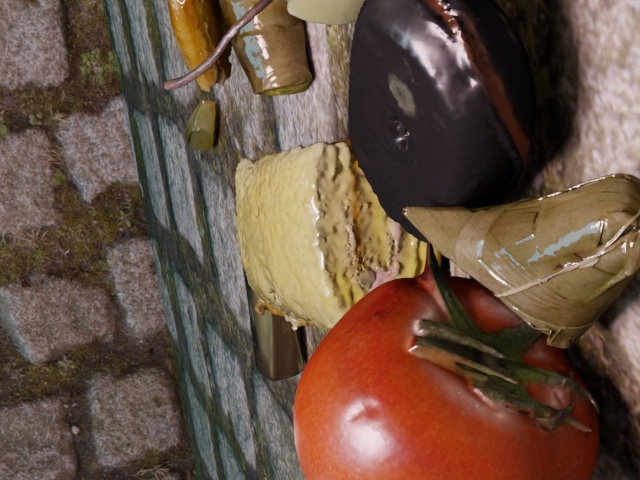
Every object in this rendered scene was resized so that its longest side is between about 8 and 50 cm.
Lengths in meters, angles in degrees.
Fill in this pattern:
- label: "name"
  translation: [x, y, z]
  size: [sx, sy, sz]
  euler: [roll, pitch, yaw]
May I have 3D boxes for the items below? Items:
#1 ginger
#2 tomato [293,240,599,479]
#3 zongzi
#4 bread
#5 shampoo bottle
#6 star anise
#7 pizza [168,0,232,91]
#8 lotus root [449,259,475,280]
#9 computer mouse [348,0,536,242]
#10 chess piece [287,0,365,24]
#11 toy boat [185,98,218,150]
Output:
- label: "ginger"
  translation: [-0.079, -0.318, 1.189]
  size: [0.109, 0.116, 0.263]
  euler: [-43, -58, -63]
- label: "tomato"
  translation: [0.103, 0.151, 0.753]
  size: [0.224, 0.255, 0.256]
  euler: [-60, 44, 40]
- label: "zongzi"
  translation: [0.153, -0.022, 0.656]
  size: [0.178, 0.081, 0.189]
  euler: [34, 148, 11]
- label: "bread"
  translation: [0.000, 0.000, 1.087]
  size: [0.375, 0.165, 0.237]
  euler: [-172, 74, -71]
- label: "shampoo bottle"
  translation: [-0.088, 0.062, 1.520]
  size: [0.125, 0.084, 0.350]
  euler: [-137, 38, -62]
- label: "star anise"
  translation: [-0.097, -0.292, 1.070]
  size: [0.148, 0.227, 0.218]
  euler: [53, 162, 7]
- label: "pizza"
  translation: [-0.161, -0.366, 1.271]
  size: [0.189, 0.071, 0.297]
  euler: [71, -159, -51]
- label: "lotus root"
  translation: [0.149, 0.036, 0.881]
  size: [0.037, 0.030, 0.083]
  euler: [36, 139, 59]
- label: "computer mouse"
  translation: [0.106, -0.109, 0.766]
  size: [0.183, 0.116, 0.323]
  euler: [59, 169, 17]
- label: "chess piece"
  translation: [0.040, -0.345, 0.656]
  size: [0.442, 0.234, 0.234]
  euler: [121, 132, -69]
- label: "toy boat"
  translation: [-0.238, -0.231, 1.787]
  size: [0.172, 0.065, 0.066]
  euler: [131, 142, -65]
